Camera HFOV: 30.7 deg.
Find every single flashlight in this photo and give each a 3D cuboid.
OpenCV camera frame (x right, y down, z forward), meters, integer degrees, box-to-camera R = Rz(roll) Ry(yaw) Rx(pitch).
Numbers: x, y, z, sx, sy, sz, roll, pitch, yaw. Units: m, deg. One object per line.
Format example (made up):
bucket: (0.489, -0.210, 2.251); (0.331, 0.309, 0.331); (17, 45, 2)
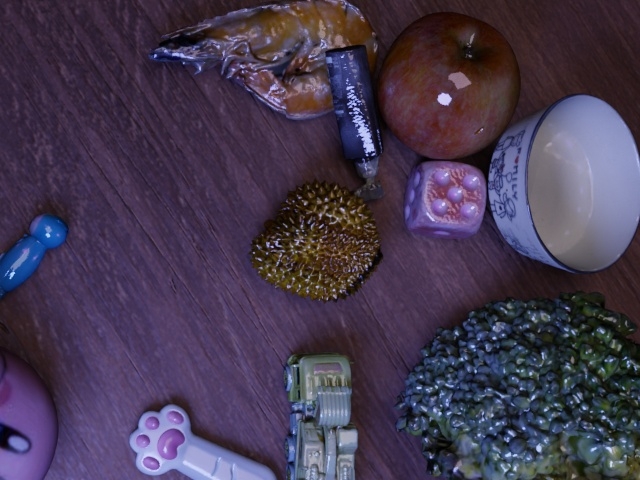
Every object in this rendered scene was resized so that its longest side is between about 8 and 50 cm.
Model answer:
flashlight: (-0.145, 0.281, 1.471); (0.200, 0.047, 0.093); (29, 77, -6)
flashlight: (-0.369, 0.021, 1.463); (0.051, 0.051, 0.129); (38, 78, -4)

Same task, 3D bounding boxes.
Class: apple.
apple: (0.170, -0.205, 1.534); (0.188, 0.174, 0.188); (7, 61, -13)

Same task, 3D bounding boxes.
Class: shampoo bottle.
shampoo bottle: (0.048, -0.154, 1.553); (0.063, 0.057, 0.208); (-8, 103, 13)

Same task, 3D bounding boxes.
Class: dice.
dice: (0.166, -0.054, 1.563); (0.094, 0.093, 0.091); (9, 80, -11)

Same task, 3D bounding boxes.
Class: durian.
durian: (0.000, 0.000, 1.504); (0.168, 0.137, 0.158); (21, 99, 0)

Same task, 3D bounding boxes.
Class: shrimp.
shrimp: (-0.070, -0.238, 1.559); (0.317, 0.062, 0.164); (-9, 86, -16)

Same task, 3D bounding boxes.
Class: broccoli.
broccoli: (0.270, 0.217, 1.447); (0.334, 0.324, 0.272); (-39, 101, -3)

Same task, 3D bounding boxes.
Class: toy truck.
toy truck: (0.004, 0.236, 1.474); (0.085, 0.116, 0.191); (1, 82, -13)

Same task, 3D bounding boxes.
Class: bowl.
bowl: (0.313, -0.072, 1.560); (0.237, 0.126, 0.238); (2, 87, -36)

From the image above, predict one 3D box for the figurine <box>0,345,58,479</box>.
figurine: (-0.418, 0.219, 1.353); (0.211, 0.261, 0.270); (38, 73, -32)
